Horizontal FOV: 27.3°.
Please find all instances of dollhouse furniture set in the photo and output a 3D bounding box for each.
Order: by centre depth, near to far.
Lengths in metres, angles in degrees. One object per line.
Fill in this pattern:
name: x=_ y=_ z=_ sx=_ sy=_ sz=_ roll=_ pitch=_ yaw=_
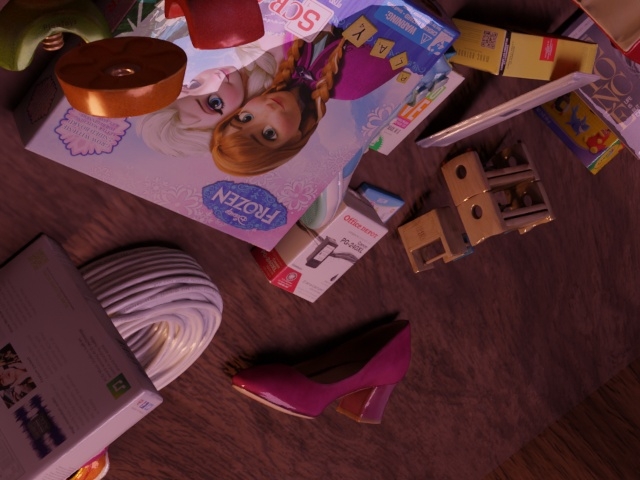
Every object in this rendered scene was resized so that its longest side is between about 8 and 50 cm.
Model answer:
dollhouse furniture set: x=0.220 y=-0.051 z=1.947 sx=0.129 sy=0.129 sz=0.184 roll=-12 pitch=168 yaw=-44

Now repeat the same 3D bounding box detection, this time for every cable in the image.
cable: x=-0.245 y=0.116 z=1.625 sx=0.257 sy=0.089 sz=0.257 roll=-21 pitch=151 yaw=-32

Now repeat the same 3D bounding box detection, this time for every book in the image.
book: x=0.101 y=-0.176 z=1.660 sx=0.144 sy=0.035 sz=0.096 roll=-46 pitch=150 yaw=19

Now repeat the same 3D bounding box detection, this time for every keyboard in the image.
keyboard: x=0.246 y=-0.171 z=1.746 sx=0.256 sy=0.014 sz=0.072 roll=-22 pitch=174 yaw=37

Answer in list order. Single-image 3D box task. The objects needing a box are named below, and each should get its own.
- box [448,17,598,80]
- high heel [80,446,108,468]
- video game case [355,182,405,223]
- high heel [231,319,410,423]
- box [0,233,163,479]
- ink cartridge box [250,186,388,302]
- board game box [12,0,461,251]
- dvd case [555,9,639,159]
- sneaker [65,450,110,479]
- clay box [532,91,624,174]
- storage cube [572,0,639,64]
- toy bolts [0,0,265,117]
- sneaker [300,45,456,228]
box: x=0.259 y=-0.239 z=1.677 sx=0.232 sy=0.087 sz=0.058 roll=-2 pitch=108 yaw=-49
high heel: x=-0.377 y=0.230 z=1.549 sx=0.244 sy=0.082 sz=0.117 roll=5 pitch=162 yaw=7
video game case: x=0.035 y=-0.010 z=1.864 sx=0.166 sy=0.015 sz=0.119 roll=-46 pitch=153 yaw=15
high heel: x=0.006 y=0.187 z=2.100 sx=0.377 sy=0.127 sz=0.181 roll=16 pitch=94 yaw=-55
box: x=-0.357 y=0.179 z=1.414 sx=0.322 sy=0.232 sz=0.058 roll=-38 pitch=154 yaw=0
ink cartridge box: x=0.000 y=0.000 z=1.761 sx=0.150 sy=0.063 sz=0.109 roll=-44 pitch=144 yaw=14
board game box: x=-0.077 y=-0.164 z=1.286 sx=0.319 sy=0.066 sz=0.318 roll=23 pitch=117 yaw=-39
dvd case: x=0.432 y=-0.241 z=1.821 sx=0.164 sy=0.221 sz=0.018 roll=-44 pitch=-161 yaw=12
sneaker: x=-0.370 y=0.353 z=1.906 sx=0.067 sy=0.064 sz=0.175 roll=15 pitch=120 yaw=-36
clay box: x=0.433 y=-0.218 z=1.905 sx=0.222 sy=0.127 sz=0.053 roll=-44 pitch=155 yaw=12
storage cube: x=0.415 y=-0.332 z=1.627 sx=0.215 sy=0.183 sz=0.193 roll=-48 pitch=152 yaw=20
toy bolts: x=-0.143 y=-0.220 z=1.042 sx=0.228 sy=0.218 sz=0.158 roll=-19 pitch=125 yaw=-25
sneaker: x=0.058 y=-0.149 z=1.536 sx=0.208 sy=0.127 sz=0.319 roll=-25 pitch=153 yaw=-22
